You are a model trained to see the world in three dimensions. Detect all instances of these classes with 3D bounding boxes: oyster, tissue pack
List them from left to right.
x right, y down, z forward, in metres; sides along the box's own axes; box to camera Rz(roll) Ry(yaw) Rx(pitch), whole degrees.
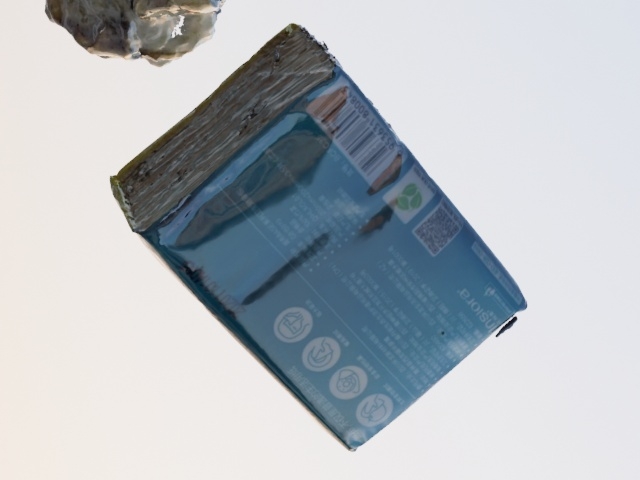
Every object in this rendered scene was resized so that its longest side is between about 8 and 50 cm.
[{"bbox_3d":[-0.200,-0.236,1.769,0.201,0.107,0.354,50,-11,-14],"label":"oyster"},{"bbox_3d":[0.000,0.000,1.430,0.271,0.192,0.134,50,2,-32],"label":"tissue pack"}]
